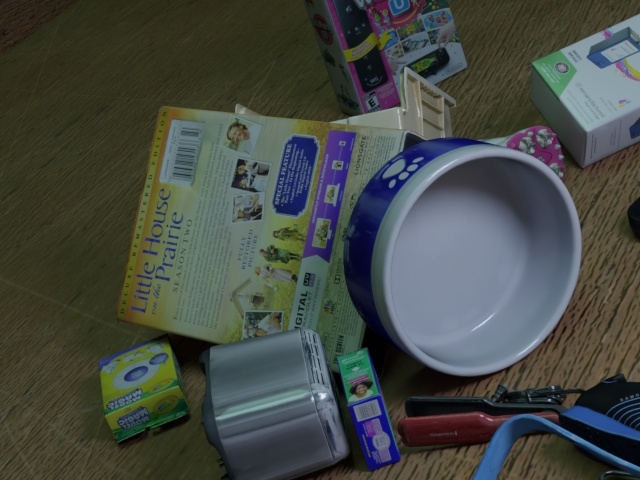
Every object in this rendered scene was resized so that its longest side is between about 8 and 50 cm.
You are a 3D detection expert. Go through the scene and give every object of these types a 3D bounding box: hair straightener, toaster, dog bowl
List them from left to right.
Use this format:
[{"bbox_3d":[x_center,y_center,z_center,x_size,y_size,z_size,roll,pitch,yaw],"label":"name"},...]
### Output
[{"bbox_3d":[-0.052,0.192,1.560,0.146,0.129,0.227,-17,24,2],"label":"toaster"},{"bbox_3d":[0.163,0.016,1.585,0.265,0.264,0.104,-30,24,-18],"label":"dog bowl"},{"bbox_3d":[0.200,0.174,1.496,0.230,0.047,0.089,-11,27,19],"label":"hair straightener"}]

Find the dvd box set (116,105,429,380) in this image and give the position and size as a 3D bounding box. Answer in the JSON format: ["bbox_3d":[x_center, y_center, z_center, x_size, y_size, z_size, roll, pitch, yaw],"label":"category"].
[{"bbox_3d":[-0.073,-0.007,1.777,0.420,0.307,0.062,8,-4,38],"label":"dvd box set"}]

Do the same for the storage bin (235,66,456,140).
[{"bbox_3d":[0.044,-0.149,2.027,0.262,0.123,0.260,-10,-10,21],"label":"storage bin"}]

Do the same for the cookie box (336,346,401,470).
[{"bbox_3d":[0.053,0.186,1.534,0.040,0.091,0.107,-18,26,1],"label":"cookie box"}]

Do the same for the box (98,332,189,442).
[{"bbox_3d":[-0.231,0.193,1.792,0.105,0.043,0.179,-22,27,-3],"label":"box"}]

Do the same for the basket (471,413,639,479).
[{"bbox_3d":[0.170,0.291,1.070,0.255,0.201,0.289,20,78,53],"label":"basket"}]

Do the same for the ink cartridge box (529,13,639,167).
[{"bbox_3d":[0.431,-0.222,1.989,0.212,0.093,0.154,-23,56,-10],"label":"ink cartridge box"}]

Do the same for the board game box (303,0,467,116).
[{"bbox_3d":[0.103,-0.395,2.400,0.224,0.303,0.097,-29,27,-17],"label":"board game box"}]

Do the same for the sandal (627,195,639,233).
[{"bbox_3d":[0.480,-0.084,1.789,0.254,0.054,0.097,-38,30,-32],"label":"sandal"}]

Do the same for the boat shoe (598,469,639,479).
[{"bbox_3d":[0.330,0.256,1.204,0.080,0.073,0.224,-37,29,-30],"label":"boat shoe"}]

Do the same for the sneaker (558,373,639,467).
[{"bbox_3d":[0.332,0.186,1.334,0.090,0.081,0.232,-38,28,-17],"label":"sneaker"}]

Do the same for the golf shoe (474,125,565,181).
[{"bbox_3d":[0.196,-0.083,1.912,0.306,0.115,0.140,-12,4,-35],"label":"golf shoe"}]
